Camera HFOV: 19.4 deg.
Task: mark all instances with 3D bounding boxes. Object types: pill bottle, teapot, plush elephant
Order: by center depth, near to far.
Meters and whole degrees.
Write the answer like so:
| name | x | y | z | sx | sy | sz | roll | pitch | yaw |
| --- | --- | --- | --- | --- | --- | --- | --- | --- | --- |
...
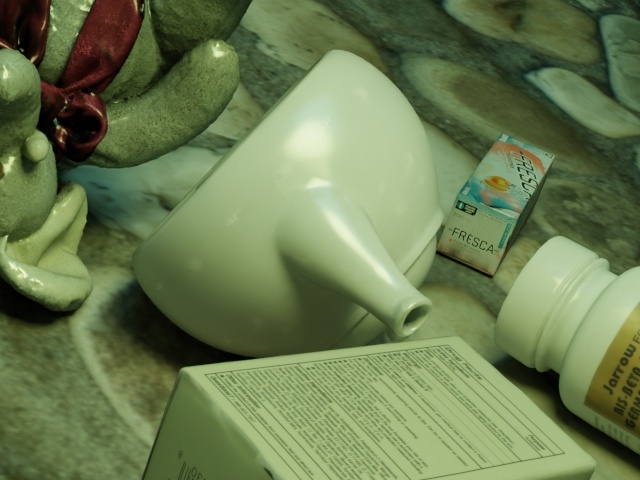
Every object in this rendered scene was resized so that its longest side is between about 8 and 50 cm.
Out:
| name | x | y | z | sx | sy | sz | roll | pitch | yaw |
| --- | --- | --- | --- | --- | --- | --- | --- | --- | --- |
| plush elephant | -0.214 | -0.109 | 1.345 | 0.272 | 0.330 | 0.255 | 29 | 44 | -3 |
| teapot | 0.000 | 0.000 | 1.354 | 0.187 | 0.252 | 0.256 | 44 | 43 | -6 |
| pill bottle | 0.254 | 0.094 | 1.427 | 0.229 | 0.131 | 0.131 | 31 | 28 | 22 |

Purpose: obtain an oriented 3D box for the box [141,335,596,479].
| name | x | y | z | sx | sy | sz | roll | pitch | yaw |
| --- | --- | --- | --- | --- | --- | --- | --- | --- | --- |
| box | 0.025 | 0.156 | 1.148 | 0.232 | 0.126 | 0.148 | -3 | 34 | -40 |

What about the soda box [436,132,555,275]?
| name | x | y | z | sx | sy | sz | roll | pitch | yaw |
| --- | --- | --- | --- | --- | --- | --- | --- | --- | --- |
| soda box | 0.160 | -0.035 | 1.687 | 0.058 | 0.063 | 0.183 | 24 | 26 | 8 |
